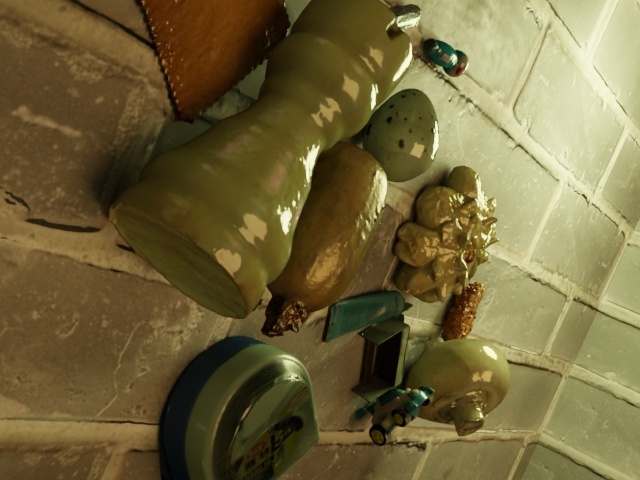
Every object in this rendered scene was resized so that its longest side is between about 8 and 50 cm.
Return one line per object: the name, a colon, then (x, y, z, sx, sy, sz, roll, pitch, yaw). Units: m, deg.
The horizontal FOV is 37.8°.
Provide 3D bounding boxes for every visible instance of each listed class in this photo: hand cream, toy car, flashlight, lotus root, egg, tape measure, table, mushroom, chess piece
hand cream: (0.088, 0.140, 1.817, 0.224, 0.048, 0.083, -12, 120, -46)
toy car: (0.155, 0.343, 1.951, 0.126, 0.098, 0.161, -34, 163, -41)
flashlight: (0.223, -0.332, 1.682, 0.129, 0.051, 0.051, 16, 98, -52)
lotus root: (0.000, 0.000, 1.444, 0.343, 0.151, 0.169, -67, 151, -26)
egg: (0.141, -0.178, 1.585, 0.164, 0.131, 0.131, -64, 149, -15)
tape measure: (-0.124, 0.289, 1.507, 0.259, 0.138, 0.262, -36, 138, -41)
table: (0.144, 0.230, 1.937, 0.175, 0.062, 0.146, -26, 131, -42)
mushroom: (0.311, 0.337, 2.096, 0.246, 0.246, 0.202, 63, 14, -52)
chess piece: (-0.056, -0.132, 1.238, 0.442, 0.234, 0.234, -53, 147, -20)

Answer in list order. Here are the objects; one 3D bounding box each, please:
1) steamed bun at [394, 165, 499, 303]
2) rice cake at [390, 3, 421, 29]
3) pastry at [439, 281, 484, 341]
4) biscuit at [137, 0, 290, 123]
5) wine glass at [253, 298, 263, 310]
steamed bun: (0.282, -0.002, 1.914, 0.295, 0.137, 0.292, 18, 93, -56)
rice cake: (0.105, -0.353, 1.499, 0.180, 0.030, 0.042, -27, 138, -45)
pastry: (0.327, 0.171, 2.173, 0.169, 0.063, 0.087, -70, 158, -2)
biscuit: (-0.129, -0.297, 1.208, 0.237, 0.013, 0.232, -47, 145, -29)
wine glass: (-0.145, 0.051, 1.376, 0.072, 0.072, 0.155, -58, 148, -11)
